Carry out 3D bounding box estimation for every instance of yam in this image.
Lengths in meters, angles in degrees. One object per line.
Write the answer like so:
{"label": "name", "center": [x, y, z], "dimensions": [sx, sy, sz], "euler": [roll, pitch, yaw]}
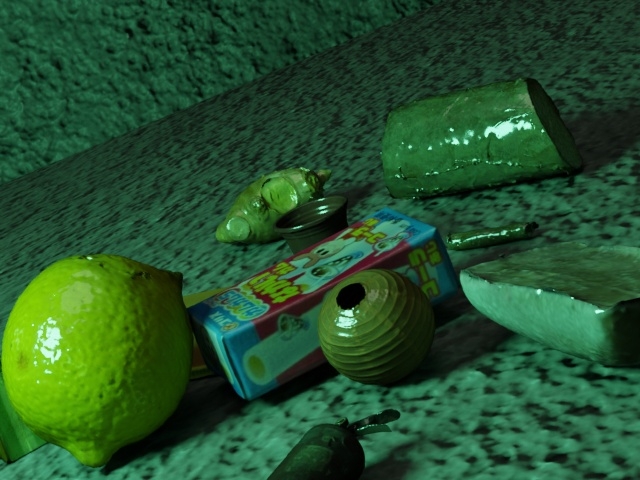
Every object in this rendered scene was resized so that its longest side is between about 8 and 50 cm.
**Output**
{"label": "yam", "center": [0.234, -0.007, 1.971], "dimensions": [0.129, 0.027, 0.033], "euler": [-11, -20, 33]}
{"label": "yam", "center": [0.244, -0.155, 2.207], "dimensions": [0.304, 0.168, 0.168], "euler": [-10, 19, 33]}

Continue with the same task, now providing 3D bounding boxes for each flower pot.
{"label": "flower pot", "center": [0.000, 0.000, 2.004], "dimensions": [0.111, 0.089, 0.111], "euler": [-19, 17, 6]}

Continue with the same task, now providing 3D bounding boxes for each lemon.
{"label": "lemon", "center": [-0.268, 0.140, 1.731], "dimensions": [0.228, 0.228, 0.253], "euler": [-10, 48, 30]}

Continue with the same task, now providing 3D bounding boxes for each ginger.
{"label": "ginger", "center": [-0.069, -0.057, 2.345], "dimensions": [0.216, 0.102, 0.157], "euler": [-29, -8, -14]}

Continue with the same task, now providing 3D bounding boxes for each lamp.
{"label": "lamp", "center": [0.064, 0.098, 1.653], "dimensions": [0.136, 0.136, 0.136], "euler": [-18, 17, 6]}

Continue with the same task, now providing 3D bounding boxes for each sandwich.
{"label": "sandwich", "center": [-0.403, 0.213, 1.843], "dimensions": [0.074, 0.116, 0.074], "euler": [-28, 20, -28]}

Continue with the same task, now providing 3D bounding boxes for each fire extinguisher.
{"label": "fire extinguisher", "center": [-0.009, 0.242, 1.392], "dimensions": [0.089, 0.072, 0.268], "euler": [-19, 14, 35]}

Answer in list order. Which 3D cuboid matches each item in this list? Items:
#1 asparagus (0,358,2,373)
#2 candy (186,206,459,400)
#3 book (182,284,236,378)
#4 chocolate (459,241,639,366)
{"label": "asparagus", "center": [-0.515, 0.216, 2.114], "dimensions": [0.034, 0.027, 0.236], "euler": [15, 36, 42]}
{"label": "candy", "center": [0.000, 0.074, 1.783], "dimensions": [0.306, 0.100, 0.157], "euler": [-27, 20, -15]}
{"label": "book", "center": [-0.101, 0.113, 1.972], "dimensions": [0.374, 0.028, 0.262], "euler": [-12, 19, 24]}
{"label": "chocolate", "center": [0.288, 0.067, 1.563], "dimensions": [0.185, 0.100, 0.303], "euler": [-16, 16, -26]}
